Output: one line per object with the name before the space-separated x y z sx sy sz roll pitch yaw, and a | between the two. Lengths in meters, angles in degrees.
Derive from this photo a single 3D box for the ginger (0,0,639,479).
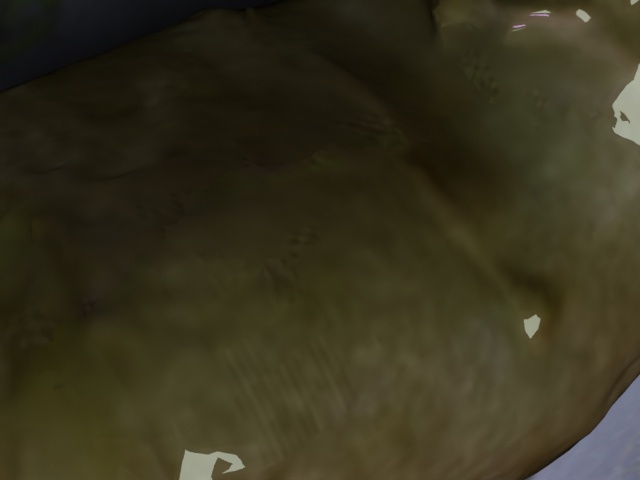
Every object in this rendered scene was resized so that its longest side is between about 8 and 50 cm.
ginger | 0.000 0.000 0.398 0.267 0.138 0.152 -34 130 -16
